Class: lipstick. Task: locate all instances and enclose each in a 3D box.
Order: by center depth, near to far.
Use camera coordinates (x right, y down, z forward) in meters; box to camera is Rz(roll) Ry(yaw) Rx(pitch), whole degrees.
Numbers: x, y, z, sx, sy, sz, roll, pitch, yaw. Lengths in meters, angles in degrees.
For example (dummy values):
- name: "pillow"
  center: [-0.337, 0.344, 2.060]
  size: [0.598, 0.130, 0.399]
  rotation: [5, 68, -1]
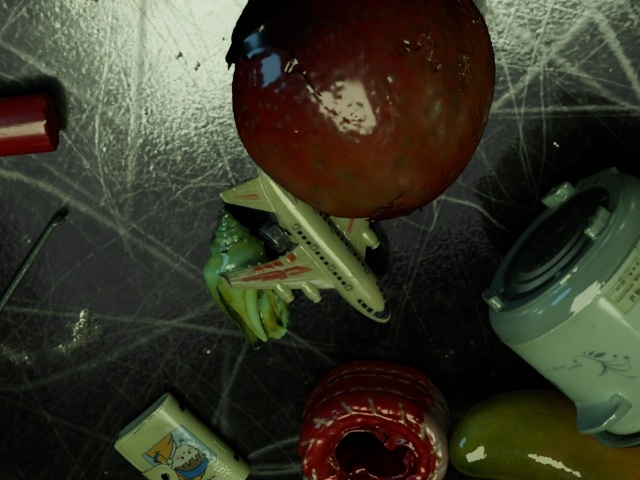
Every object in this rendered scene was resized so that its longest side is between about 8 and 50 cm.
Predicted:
- name: "lipstick"
  center: [-0.449, -0.124, 1.851]
  size: [0.280, 0.073, 0.073]
  rotation: [-6, 116, 5]

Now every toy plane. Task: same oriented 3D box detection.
- name: "toy plane"
  center: [0.000, 0.000, 1.856]
  size: [0.242, 0.104, 0.256]
  rotation: [-44, 121, -11]

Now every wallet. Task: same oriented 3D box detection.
- name: "wallet"
  center: [-0.182, 0.282, 2.056]
  size: [0.110, 0.039, 0.155]
  rotation: [-40, 107, 19]

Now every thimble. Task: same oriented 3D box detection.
- name: "thimble"
  center: [0.069, 0.242, 1.973]
  size: [0.190, 0.125, 0.163]
  rotation: [-4, 114, 6]

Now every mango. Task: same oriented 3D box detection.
- name: "mango"
  center: [0.300, 0.259, 1.956]
  size: [0.289, 0.129, 0.146]
  rotation: [23, 94, -17]

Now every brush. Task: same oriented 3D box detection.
- name: "brush"
  center: [-0.394, 0.068, 1.959]
  size: [0.027, 0.062, 0.266]
  rotation: [35, 109, -7]

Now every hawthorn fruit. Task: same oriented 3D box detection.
- name: "hawthorn fruit"
  center: [0.036, -0.172, 1.673]
  size: [0.316, 0.316, 0.316]
  rotation: [1, 117, 3]

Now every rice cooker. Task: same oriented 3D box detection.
- name: "rice cooker"
  center: [0.357, 0.085, 1.804]
  size: [0.317, 0.316, 0.264]
  rotation: [37, 152, -14]

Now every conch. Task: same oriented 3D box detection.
- name: "conch"
  center: [-0.088, 0.051, 1.911]
  size: [0.095, 0.079, 0.200]
  rotation: [-8, 130, 34]
